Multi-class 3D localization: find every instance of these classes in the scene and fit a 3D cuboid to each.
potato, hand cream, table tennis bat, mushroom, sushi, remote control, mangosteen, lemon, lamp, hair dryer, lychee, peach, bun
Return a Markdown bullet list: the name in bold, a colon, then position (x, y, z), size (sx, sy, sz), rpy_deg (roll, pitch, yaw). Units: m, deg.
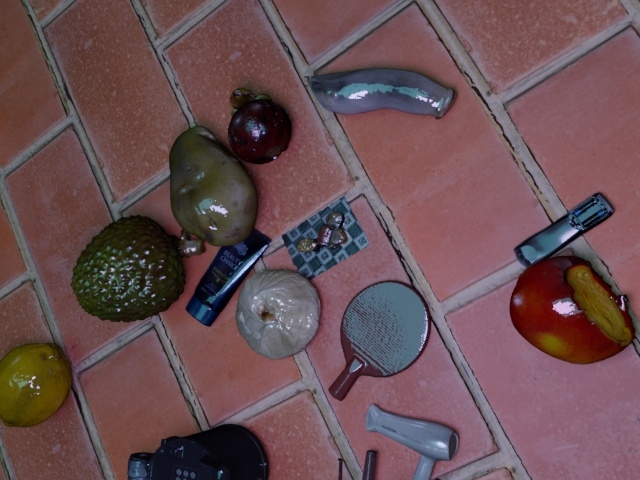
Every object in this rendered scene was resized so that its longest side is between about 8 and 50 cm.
- **potato**: position (-0.272, -0.136, 1.618), size (0.203, 0.218, 0.350), rpy_deg (-19, 64, -9)
- **hand cream**: position (-0.236, 0.083, 1.678), size (0.120, 0.061, 0.270), rpy_deg (34, 92, 28)
- **table tennis bat**: position (0.120, 0.231, 1.510), size (0.200, 0.038, 0.310), rpy_deg (39, 100, 22)
- **mushroom**: position (0.132, -0.339, 1.526), size (0.352, 0.097, 0.109), rpy_deg (7, 89, 22)
- **sushi**: position (0.000, 0.000, 1.587), size (0.201, 0.031, 0.139), rpy_deg (-32, 74, 18)
- **remote control**: position (0.496, -0.018, 1.371), size (0.212, 0.028, 0.059), rpy_deg (-38, 73, 16)
- **mangosteen**: position (-0.151, -0.277, 1.609), size (0.166, 0.166, 0.180), rpy_deg (-25, 73, 20)
- **lemon**: position (-0.781, 0.388, 1.807), size (0.204, 0.204, 0.260), rpy_deg (35, 97, 22)
- **lamp**: position (-0.239, 0.534, 1.517), size (0.374, 0.272, 0.204), rpy_deg (0, 86, 44)
- **hair dryer**: position (0.185, 0.495, 1.456), size (0.207, 0.075, 0.237), rpy_deg (9, 97, 31)
- **lychee**: position (-0.455, 0.067, 1.659), size (0.270, 0.320, 0.269), rpy_deg (10, 109, 32)
- **peach**: position (0.485, 0.133, 1.276), size (0.226, 0.190, 0.196), rpy_deg (16, 82, 31)
- **bun**: position (-0.107, 0.173, 1.562), size (0.221, 0.134, 0.220), rpy_deg (-3, 83, 24)

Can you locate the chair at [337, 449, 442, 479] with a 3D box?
- **chair**: position (0.103, 0.627, 1.382), size (0.183, 0.176, 0.326), rpy_deg (13, 96, 46)
